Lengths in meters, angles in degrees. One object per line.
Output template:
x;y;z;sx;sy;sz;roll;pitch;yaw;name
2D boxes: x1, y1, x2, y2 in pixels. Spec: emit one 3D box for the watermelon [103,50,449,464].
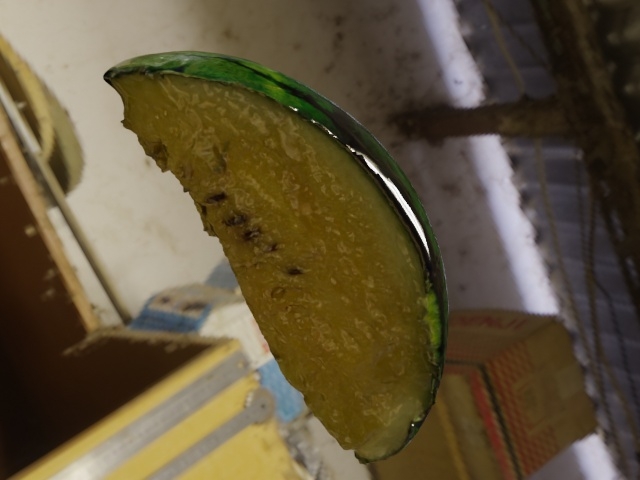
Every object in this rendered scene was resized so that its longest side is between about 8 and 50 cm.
0.000;0.000;0.726;0.301;0.129;0.123;60;5;-18;watermelon
